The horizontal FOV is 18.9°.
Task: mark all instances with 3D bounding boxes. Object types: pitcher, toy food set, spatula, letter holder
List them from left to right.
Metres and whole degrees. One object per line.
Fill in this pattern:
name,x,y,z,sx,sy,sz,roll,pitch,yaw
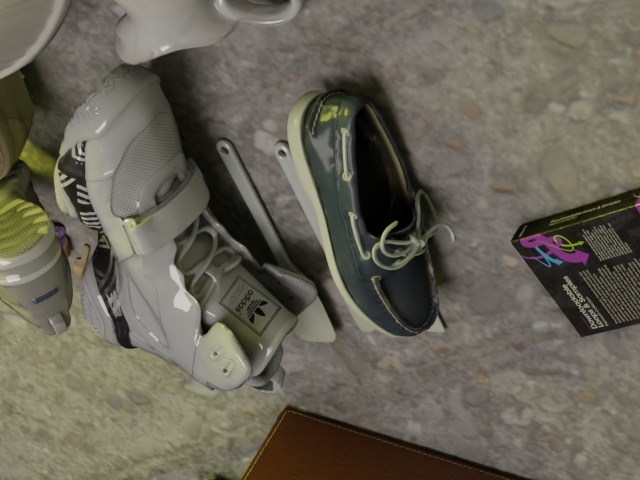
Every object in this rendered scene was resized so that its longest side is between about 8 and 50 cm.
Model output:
toy food set,-0.297,-0.001,1.972,0.122,0.019,0.078,29,140,5
pitcher,-0.115,-0.243,1.548,0.178,0.125,0.207,-6,140,13
spatula,0.000,0.000,1.780,0.168,0.019,0.242,-3,129,36
letter holder,0.059,0.328,1.916,0.302,0.214,0.152,15,137,20

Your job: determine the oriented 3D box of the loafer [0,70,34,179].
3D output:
loafer,-0.337,-0.186,1.762,0.102,0.092,0.268,-6,111,23

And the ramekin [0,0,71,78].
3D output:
ramekin,-0.350,-0.246,1.613,0.273,0.127,0.273,8,113,18

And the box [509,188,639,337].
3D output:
box,0.255,0.018,1.622,0.162,0.029,0.116,-18,118,42

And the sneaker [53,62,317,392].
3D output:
sneaker,-0.115,0.002,1.753,0.210,0.137,0.366,27,145,19

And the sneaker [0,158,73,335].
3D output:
sneaker,-0.300,0.009,1.819,0.281,0.105,0.115,-129,18,-63

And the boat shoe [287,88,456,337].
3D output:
boat shoe,0.054,-0.020,1.671,0.079,0.095,0.254,6,125,44

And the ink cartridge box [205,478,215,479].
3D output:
ink cartridge box,0.028,0.457,2.103,0.395,0.166,0.285,14,137,20
